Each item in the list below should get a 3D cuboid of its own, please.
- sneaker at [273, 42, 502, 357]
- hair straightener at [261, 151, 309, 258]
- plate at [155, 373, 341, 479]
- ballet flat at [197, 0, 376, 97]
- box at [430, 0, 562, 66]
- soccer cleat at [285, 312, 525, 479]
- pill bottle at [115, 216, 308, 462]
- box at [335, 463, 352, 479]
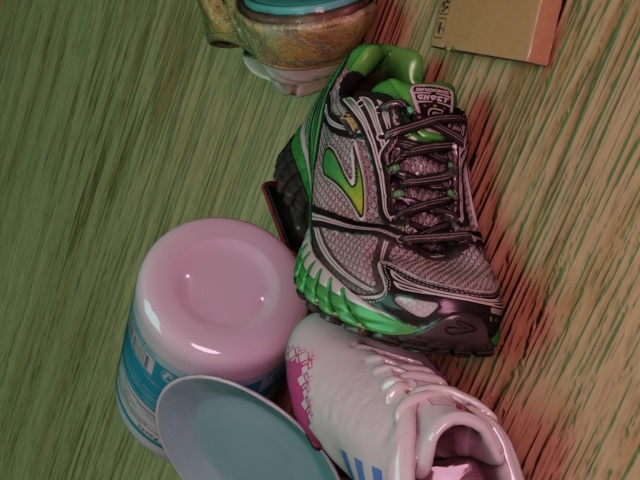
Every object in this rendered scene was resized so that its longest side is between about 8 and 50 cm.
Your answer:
[{"bbox_3d":[0.050,-0.037,1.156,0.343,0.134,0.146,-114,41,-54],"label":"sneaker"},{"bbox_3d":[0.000,0.000,1.369,0.230,0.047,0.089,-104,33,-45],"label":"hair straightener"},{"bbox_3d":[-0.053,0.178,1.302,0.024,0.188,0.188,-48,0,-39],"label":"plate"},{"bbox_3d":[-0.032,-0.192,1.469,0.348,0.123,0.123,-140,63,-64],"label":"ballet flat"},{"bbox_3d":[0.143,-0.232,1.165,0.164,0.021,0.201,-153,75,-66],"label":"box"},{"bbox_3d":[0.069,0.129,1.055,0.331,0.116,0.143,-119,28,-46],"label":"soccer cleat"},{"bbox_3d":[-0.103,0.104,1.409,0.264,0.146,0.146,111,158,-56],"label":"pill bottle"},{"bbox_3d":[0.038,0.148,1.253,0.067,0.018,0.083,-175,95,-67],"label":"box"}]
